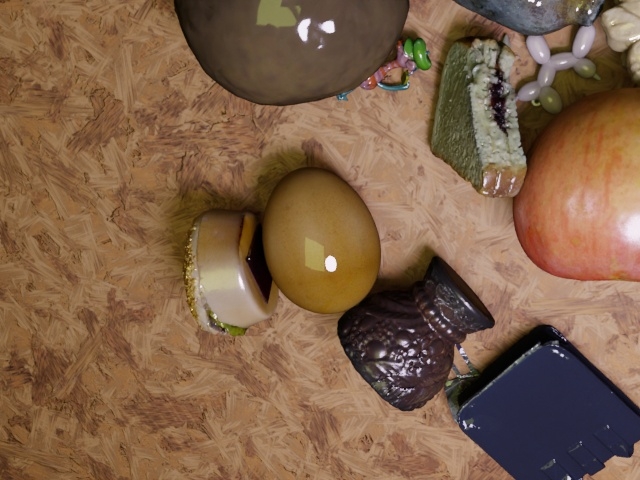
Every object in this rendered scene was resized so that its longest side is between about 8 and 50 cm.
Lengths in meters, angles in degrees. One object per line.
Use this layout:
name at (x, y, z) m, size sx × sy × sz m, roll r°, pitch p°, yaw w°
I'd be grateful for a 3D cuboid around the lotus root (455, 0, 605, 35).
lotus root at (0.338, -0.473, 1.104) m, size 0.349 × 0.175 × 0.175 m, roll 34°, pitch 114°, yaw 3°

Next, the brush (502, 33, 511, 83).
brush at (0.372, -0.261, 1.244) m, size 0.042 × 0.039 × 0.299 m, roll 3°, pitch 105°, yaw 12°

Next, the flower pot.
flower pot at (0.213, 0.188, 1.325) m, size 0.267 × 0.266 × 0.266 m, roll -44°, pitch 91°, yaw 12°

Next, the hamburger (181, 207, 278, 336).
hamburger at (-0.210, 0.069, 1.393) m, size 0.170 × 0.302 × 0.302 m, roll -11°, pitch 104°, yaw 12°

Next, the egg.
egg at (0.000, 0.000, 1.322) m, size 0.250 × 0.250 × 0.322 m, roll -11°, pitch 97°, yaw 20°

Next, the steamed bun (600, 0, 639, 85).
steamed bun at (0.638, -0.398, 1.047) m, size 0.292 × 0.137 × 0.295 m, roll -24°, pitch 78°, yaw 21°

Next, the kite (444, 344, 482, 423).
kite at (0.337, 0.332, 1.454) m, size 0.141 × 0.015 × 0.245 m, roll -27°, pitch 99°, yaw 20°

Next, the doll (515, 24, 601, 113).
doll at (0.452, -0.325, 1.181) m, size 0.161 × 0.059 × 0.160 m, roll -6°, pitch 104°, yaw 18°

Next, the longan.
longan at (-0.062, -0.445, 1.114) m, size 0.436 × 0.404 × 0.404 m, roll -2°, pitch 107°, yaw 14°

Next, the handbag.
handbag at (0.506, 0.391, 1.361) m, size 0.329 × 0.122 × 0.303 m, roll 43°, pitch 109°, yaw -1°

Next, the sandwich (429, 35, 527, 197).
sandwich at (0.301, -0.238, 1.138) m, size 0.100 × 0.288 × 0.254 m, roll 7°, pitch 114°, yaw -13°

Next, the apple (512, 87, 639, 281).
apple at (0.531, -0.094, 1.078) m, size 0.364 × 0.364 × 0.363 m, roll 5°, pitch 109°, yaw 16°

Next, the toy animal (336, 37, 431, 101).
toy animal at (0.127, -0.342, 1.265) m, size 0.208 × 0.100 × 0.103 m, roll -22°, pitch 122°, yaw 13°
